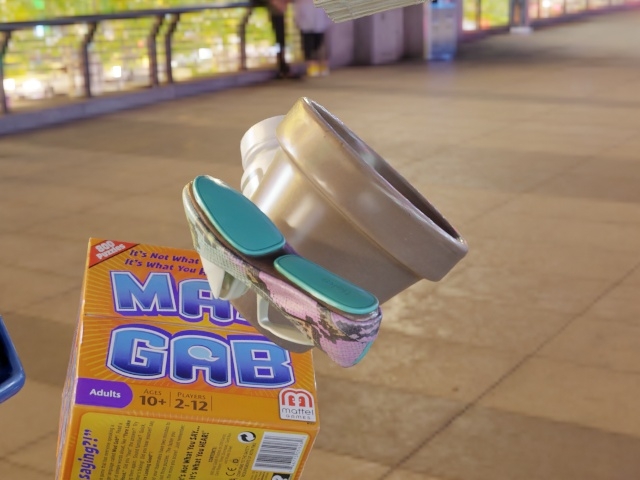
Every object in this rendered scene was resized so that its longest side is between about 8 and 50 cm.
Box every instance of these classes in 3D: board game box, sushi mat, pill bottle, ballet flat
[{"bbox_3d":[-0.228,0.261,1.841,0.356,0.356,0.356,8,40,-14],"label":"board game box"},{"bbox_3d":[0.150,-0.254,1.098,0.317,0.019,0.151,-9,3,11],"label":"sushi mat"},{"bbox_3d":[-0.035,-0.043,1.764,0.161,0.161,0.283,-5,58,-12],"label":"pill bottle"},{"bbox_3d":[-0.045,0.032,0.952,0.221,0.079,0.077,36,30,26],"label":"ballet flat"}]

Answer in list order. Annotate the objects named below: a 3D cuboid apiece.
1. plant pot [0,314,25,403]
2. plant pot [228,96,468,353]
[{"bbox_3d":[-0.439,0.084,1.122,0.236,0.212,0.236,-32,46,-8],"label":"plant pot"},{"bbox_3d":[0.000,0.000,1.325,0.263,0.229,0.263,43,9,-8],"label":"plant pot"}]
